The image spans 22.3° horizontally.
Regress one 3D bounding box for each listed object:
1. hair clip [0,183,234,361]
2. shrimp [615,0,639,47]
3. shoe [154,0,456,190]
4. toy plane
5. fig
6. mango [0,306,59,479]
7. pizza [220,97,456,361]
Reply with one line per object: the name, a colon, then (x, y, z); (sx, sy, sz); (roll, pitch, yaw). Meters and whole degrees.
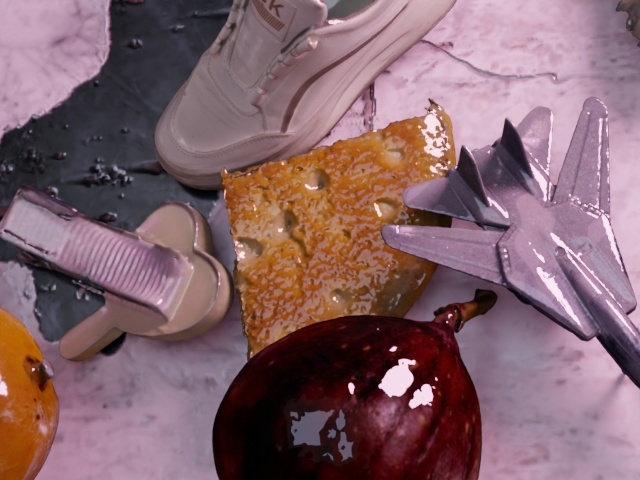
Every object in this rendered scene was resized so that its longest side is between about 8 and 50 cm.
hair clip: (-0.172, 0.031, 1.364); (0.218, 0.071, 0.159); (20, 84, 26)
shrimp: (0.218, -0.252, 1.359); (0.287, 0.068, 0.185); (16, 75, 21)
shoe: (-0.027, -0.172, 1.336); (0.316, 0.159, 0.124); (-41, 67, 4)
toy plane: (0.195, 0.030, 1.262); (0.212, 0.088, 0.267); (-33, 78, -11)
fig: (0.048, 0.123, 1.198); (0.249, 0.203, 0.186); (-52, 27, -2)
mango: (-0.385, 0.159, 1.304); (0.384, 0.199, 0.221); (-15, 68, 10)
pizza: (0.000, 0.000, 1.335); (0.197, 0.058, 0.292); (26, 79, 18)
